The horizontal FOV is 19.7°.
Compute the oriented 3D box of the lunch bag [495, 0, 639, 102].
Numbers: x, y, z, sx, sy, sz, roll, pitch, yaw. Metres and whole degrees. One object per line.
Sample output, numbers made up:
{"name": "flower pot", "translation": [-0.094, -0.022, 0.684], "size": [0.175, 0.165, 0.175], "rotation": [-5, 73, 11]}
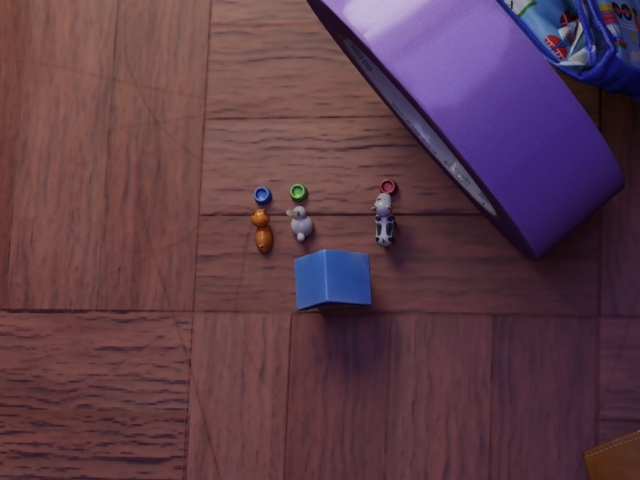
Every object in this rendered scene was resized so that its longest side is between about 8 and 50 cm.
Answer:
{"name": "lunch bag", "translation": [0.189, -0.204, 1.392], "size": [0.138, 0.221, 0.293], "rotation": [-37, 69, 25]}

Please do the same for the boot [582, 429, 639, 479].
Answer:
{"name": "boot", "translation": [0.345, 0.218, 1.365], "size": [0.283, 0.109, 0.220], "rotation": [-20, 71, 14]}

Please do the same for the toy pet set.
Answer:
{"name": "toy pet set", "translation": [0.000, 0.000, 1.491], "size": [0.122, 0.065, 0.114], "rotation": [-5, 77, 11]}

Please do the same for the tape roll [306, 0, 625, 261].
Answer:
{"name": "tape roll", "translation": [0.105, -0.115, 1.386], "size": [0.090, 0.275, 0.275], "rotation": [-41, 73, 1]}
